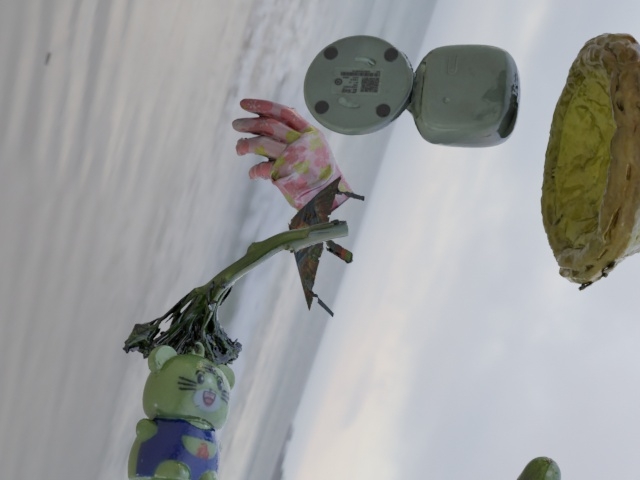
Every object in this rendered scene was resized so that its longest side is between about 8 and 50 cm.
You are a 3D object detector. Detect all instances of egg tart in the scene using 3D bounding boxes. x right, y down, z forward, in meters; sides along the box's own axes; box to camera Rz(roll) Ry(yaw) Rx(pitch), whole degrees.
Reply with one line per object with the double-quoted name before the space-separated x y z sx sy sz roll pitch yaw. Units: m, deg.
"egg tart" 0.387 -0.100 1.408 0.345 0.132 0.345 -173 -90 -87

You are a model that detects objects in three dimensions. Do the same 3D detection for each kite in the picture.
"kite" 0.000 0.000 1.420 0.160 0.010 0.183 28 -72 54

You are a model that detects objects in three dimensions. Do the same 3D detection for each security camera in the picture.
"security camera" 0.127 -0.204 1.526 0.080 0.301 0.157 69 27 -67

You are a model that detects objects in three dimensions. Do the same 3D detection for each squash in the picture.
"squash" 0.302 0.409 1.641 0.066 0.066 0.252 -69 179 -51

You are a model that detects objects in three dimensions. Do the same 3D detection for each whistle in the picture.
"whistle" -0.142 0.209 1.091 0.085 0.105 0.227 -18 -124 46

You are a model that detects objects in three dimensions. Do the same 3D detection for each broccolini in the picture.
"broccolini" -0.069 0.067 1.138 0.123 0.271 0.062 34 28 -52

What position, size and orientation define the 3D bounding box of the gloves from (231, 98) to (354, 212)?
"gloves" -0.050 -0.148 1.825 0.145 0.241 0.126 -39 -178 -18
